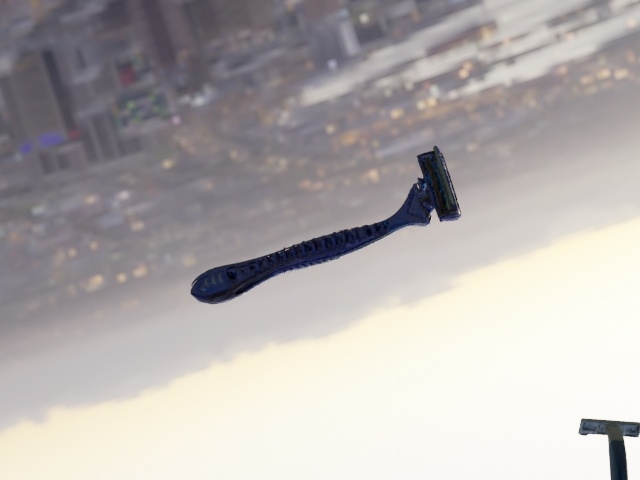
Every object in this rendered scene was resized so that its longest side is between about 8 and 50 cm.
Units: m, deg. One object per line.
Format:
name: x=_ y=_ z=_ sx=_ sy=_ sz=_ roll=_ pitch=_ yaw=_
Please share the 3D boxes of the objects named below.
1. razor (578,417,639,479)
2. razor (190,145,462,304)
razor: x=0.307 y=0.272 z=1.863 sx=0.068 sy=0.191 sz=0.037 roll=5 pitch=152 yaw=-6
razor: x=0.005 y=0.005 z=2.031 sx=0.324 sy=0.093 sz=0.056 roll=-24 pitch=146 yaw=12
